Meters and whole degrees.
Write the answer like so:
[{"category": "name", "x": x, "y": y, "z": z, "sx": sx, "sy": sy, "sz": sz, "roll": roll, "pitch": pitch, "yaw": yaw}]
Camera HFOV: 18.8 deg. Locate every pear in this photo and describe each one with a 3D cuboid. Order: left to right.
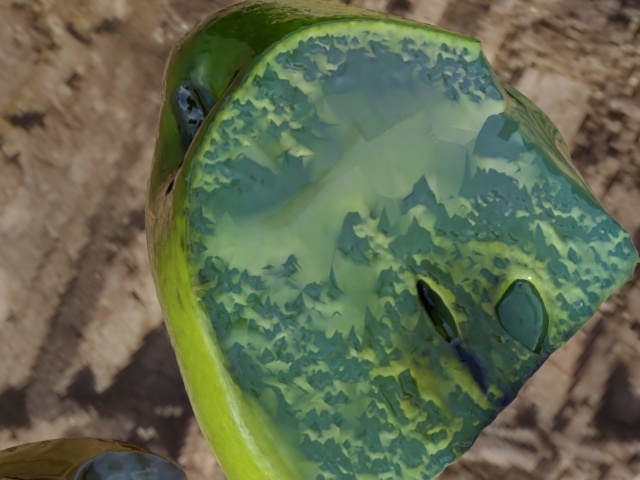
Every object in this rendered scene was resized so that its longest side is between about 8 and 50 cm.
[{"category": "pear", "x": 0.000, "y": 0.000, "z": 1.116, "sx": 0.286, "sy": 0.176, "sz": 0.282, "roll": -44, "pitch": 101, "yaw": -22}]

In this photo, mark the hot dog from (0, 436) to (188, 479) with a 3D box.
[{"category": "hot dog", "x": -0.123, "y": 0.122, "z": 0.355, "sx": 0.249, "sy": 0.100, "sz": 0.068, "roll": -33, "pitch": 102, "yaw": -9}]
